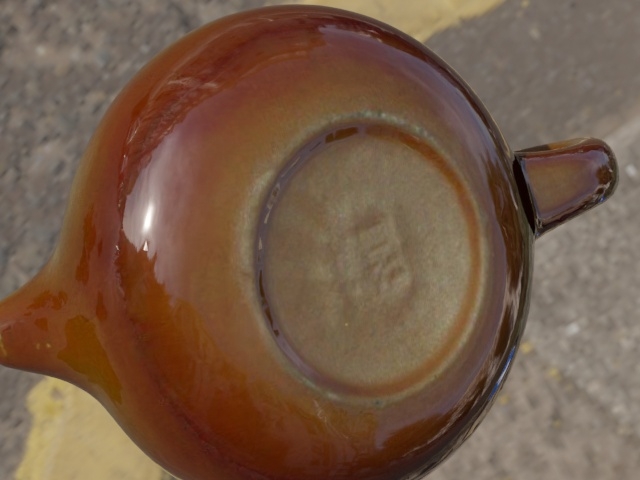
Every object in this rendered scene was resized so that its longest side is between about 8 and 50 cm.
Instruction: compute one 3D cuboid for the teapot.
[{"bbox_3d":[0.000,0.000,0.685,0.252,0.135,0.178,-18,103,-32],"label":"teapot"}]
